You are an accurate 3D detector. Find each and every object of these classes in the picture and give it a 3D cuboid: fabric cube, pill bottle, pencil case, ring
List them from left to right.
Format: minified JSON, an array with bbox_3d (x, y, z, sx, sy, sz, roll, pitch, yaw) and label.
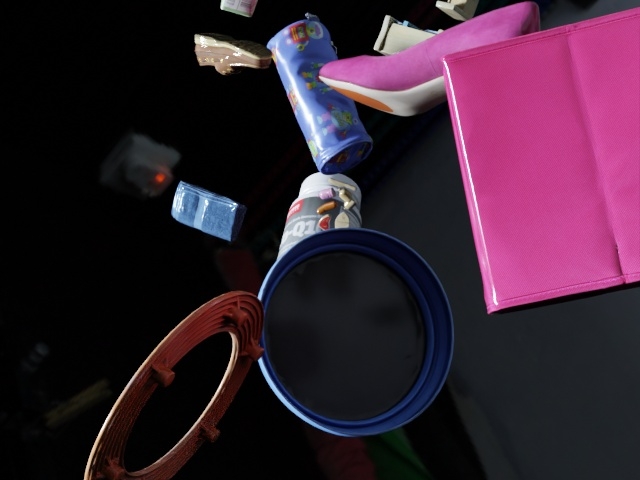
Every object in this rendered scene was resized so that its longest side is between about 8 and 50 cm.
[{"bbox_3d":[-0.173,0.214,1.241,0.032,0.337,0.336,31,-166,18],"label":"ring"},{"bbox_3d":[0.000,0.000,2.031,0.161,0.161,0.283,34,-135,-25],"label":"pill bottle"},{"bbox_3d":[0.004,-0.281,1.865,0.133,0.119,0.306,-16,-106,-19],"label":"pencil case"},{"bbox_3d":[0.280,-0.071,1.022,0.254,0.259,0.258,22,-125,-78],"label":"fabric cube"}]

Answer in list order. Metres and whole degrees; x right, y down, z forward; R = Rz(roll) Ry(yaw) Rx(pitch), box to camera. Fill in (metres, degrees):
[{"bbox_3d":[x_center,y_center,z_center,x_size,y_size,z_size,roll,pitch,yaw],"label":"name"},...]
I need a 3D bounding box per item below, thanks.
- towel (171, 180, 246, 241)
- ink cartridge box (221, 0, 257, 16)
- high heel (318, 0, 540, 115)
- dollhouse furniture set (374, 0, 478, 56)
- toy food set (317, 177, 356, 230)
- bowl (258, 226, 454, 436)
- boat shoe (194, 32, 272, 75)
[{"bbox_3d":[-0.182,-0.046,1.545,0.119,0.067,0.029,21,-167,17],"label":"towel"},{"bbox_3d":[-0.096,-0.475,1.448,0.056,0.171,0.235,12,-133,-15],"label":"ink cartridge box"},{"bbox_3d":[0.165,-0.289,1.496,0.377,0.181,0.127,17,176,36],"label":"high heel"},{"bbox_3d":[0.211,-0.401,1.742,0.129,0.184,0.129,24,-173,34],"label":"dollhouse furniture set"},{"bbox_3d":[0.028,-0.065,1.851,0.078,0.122,0.019,20,-147,1],"label":"toy food set"},{"bbox_3d":[0.059,0.171,1.805,0.391,0.391,0.077,42,157,-3],"label":"bowl"},{"bbox_3d":[-0.147,-0.309,1.628,0.178,0.060,0.064,22,-154,40],"label":"boat shoe"}]
